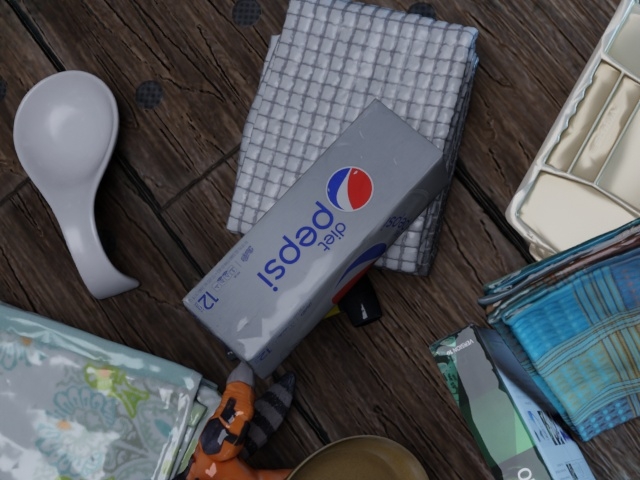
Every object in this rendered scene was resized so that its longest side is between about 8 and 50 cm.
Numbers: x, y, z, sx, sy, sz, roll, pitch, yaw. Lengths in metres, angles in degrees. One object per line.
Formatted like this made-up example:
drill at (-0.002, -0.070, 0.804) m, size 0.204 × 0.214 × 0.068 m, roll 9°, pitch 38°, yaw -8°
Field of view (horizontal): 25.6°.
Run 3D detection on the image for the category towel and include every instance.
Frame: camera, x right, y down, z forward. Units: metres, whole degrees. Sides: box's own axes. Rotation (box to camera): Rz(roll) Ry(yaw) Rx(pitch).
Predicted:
towel at (0.322, 0.077, 1.330) m, size 0.271 × 0.370 × 0.040 m, roll -26°, pitch 57°, yaw 10°
towel at (-0.320, 0.254, 1.617) m, size 0.374 × 0.090 × 0.320 m, roll 18°, pitch 86°, yaw 17°
towel at (0.041, -0.117, 1.565) m, size 0.235 × 0.121 × 0.284 m, roll 13°, pitch 87°, yaw 18°

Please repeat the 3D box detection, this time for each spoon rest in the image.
spoon rest at (-0.283, -0.072, 1.660) m, size 0.137 × 0.084 × 0.276 m, roll -20°, pitch 78°, yaw 11°

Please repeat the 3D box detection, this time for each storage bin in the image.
storage bin at (0.301, -0.074, 1.411) m, size 0.123 × 0.262 × 0.260 m, roll 29°, pitch 90°, yaw 15°

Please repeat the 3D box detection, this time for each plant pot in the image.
plant pot at (0.023, 0.315, 1.467) m, size 0.032 × 0.236 × 0.236 m, roll 11°, pitch 83°, yaw 54°

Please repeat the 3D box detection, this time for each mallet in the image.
mallet at (-0.025, 0.084, 1.593) m, size 0.189 × 0.039 × 0.062 m, roll -17°, pitch 79°, yaw 16°

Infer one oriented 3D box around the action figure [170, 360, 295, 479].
action figure at (-0.087, 0.305, 1.507) m, size 0.330 × 0.341 × 0.178 m, roll -44°, pitch 31°, yaw -12°

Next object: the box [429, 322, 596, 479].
box at (0.226, 0.239, 1.397) m, size 0.058 × 0.232 × 0.322 m, roll -31°, pitch 74°, yaw 13°

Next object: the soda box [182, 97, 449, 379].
soda box at (0.000, 0.000, 1.420) m, size 0.098 × 0.091 × 0.286 m, roll 40°, pitch 82°, yaw 18°
